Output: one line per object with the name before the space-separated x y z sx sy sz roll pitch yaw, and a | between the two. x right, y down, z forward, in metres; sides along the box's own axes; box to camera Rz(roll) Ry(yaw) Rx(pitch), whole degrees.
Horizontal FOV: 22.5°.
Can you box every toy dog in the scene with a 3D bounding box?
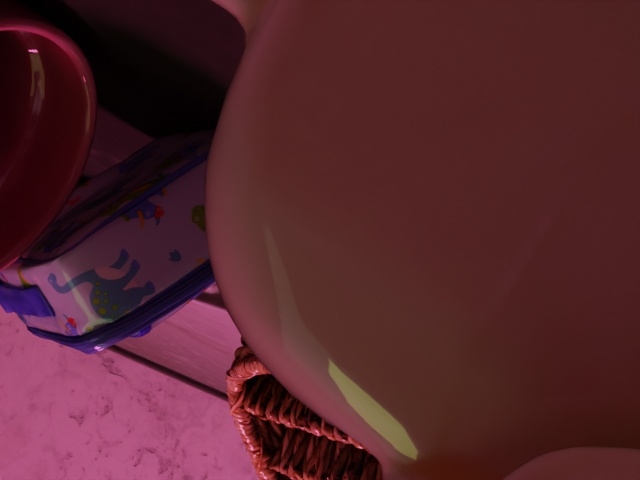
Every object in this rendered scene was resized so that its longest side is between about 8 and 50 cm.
toy dog | 0.113 0.048 0.550 0.395 0.285 0.408 22 171 14

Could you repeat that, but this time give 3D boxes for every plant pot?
plant pot | -0.271 -0.089 1.005 0.180 0.201 0.201 37 177 29

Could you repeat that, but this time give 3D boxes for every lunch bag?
lunch bag | -0.132 0.001 1.104 0.090 0.176 0.219 61 159 -12

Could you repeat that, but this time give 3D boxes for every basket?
basket | 0.039 0.175 1.475 0.299 0.223 0.213 14 165 48

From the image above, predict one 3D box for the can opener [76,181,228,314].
can opener | -0.137 0.013 1.469 0.283 0.076 0.095 16 166 42
